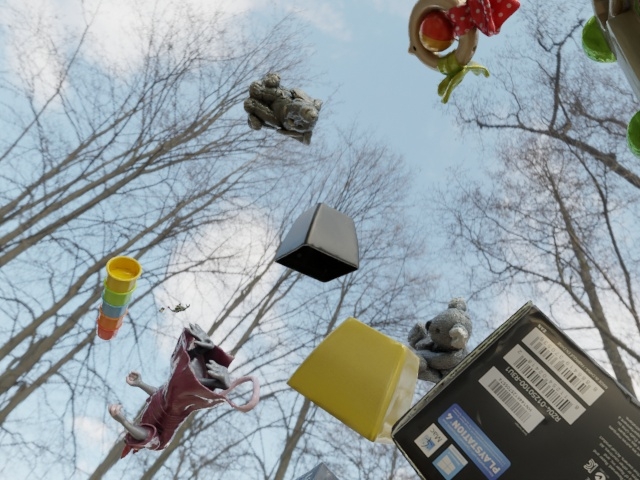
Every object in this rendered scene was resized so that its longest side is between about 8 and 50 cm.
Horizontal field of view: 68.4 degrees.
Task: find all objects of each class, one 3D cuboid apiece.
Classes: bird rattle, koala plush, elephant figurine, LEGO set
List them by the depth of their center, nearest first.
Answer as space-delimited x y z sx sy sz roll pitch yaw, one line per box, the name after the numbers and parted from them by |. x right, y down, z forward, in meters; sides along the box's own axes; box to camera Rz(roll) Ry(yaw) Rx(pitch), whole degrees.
0.261 -0.417 0.956 0.207 0.143 0.253 38 -19 24 | bird rattle
-0.068 -0.323 1.223 0.239 0.186 0.169 26 -42 23 | elephant figurine
-0.388 0.186 1.258 0.083 0.054 0.023 -8 -83 18 | LEGO set
0.367 0.280 1.349 0.203 0.196 0.221 17 -58 7 | koala plush

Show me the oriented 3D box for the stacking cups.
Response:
-0.609 0.188 1.390 0.096 0.096 0.316 29 -57 -3 | stacking cups

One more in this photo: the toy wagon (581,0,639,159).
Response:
0.235 -0.224 0.344 0.068 0.344 0.267 -17 -27 22 | toy wagon

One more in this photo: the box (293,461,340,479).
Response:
-0.057 0.803 1.370 0.143 0.165 0.270 45 -63 2 | box

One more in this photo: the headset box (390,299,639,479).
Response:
0.182 0.209 0.377 0.131 0.283 0.246 -40 -111 -7 | headset box

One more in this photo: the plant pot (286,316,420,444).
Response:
0.094 0.286 0.998 0.212 0.187 0.212 24 -11 31 | plant pot

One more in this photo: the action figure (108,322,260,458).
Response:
-0.352 0.396 1.149 0.276 0.248 0.370 32 -78 -13 | action figure

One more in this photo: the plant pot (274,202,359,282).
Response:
0.000 0.000 1.392 0.188 0.167 0.187 24 -29 -25 | plant pot
